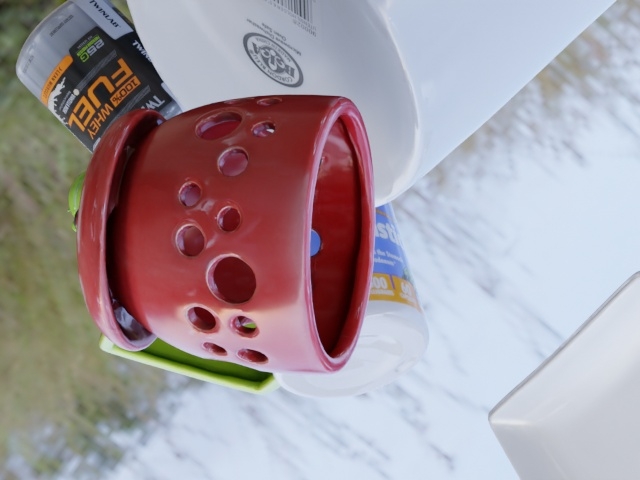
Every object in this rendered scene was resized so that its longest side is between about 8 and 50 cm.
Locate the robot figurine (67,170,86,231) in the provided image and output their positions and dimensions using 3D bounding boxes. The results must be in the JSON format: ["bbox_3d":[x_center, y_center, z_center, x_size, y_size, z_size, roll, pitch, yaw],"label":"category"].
[{"bbox_3d":[-0.230,-0.044,2.021,0.115,0.067,0.101,9,-123,42],"label":"robot figurine"}]

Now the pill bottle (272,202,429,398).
[{"bbox_3d":[0.000,0.000,1.750,0.152,0.152,0.272,-39,-129,34],"label":"pill bottle"}]

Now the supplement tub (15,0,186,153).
[{"bbox_3d":[-0.187,-0.134,1.745,0.117,0.190,0.117,-45,171,-9],"label":"supplement tub"}]

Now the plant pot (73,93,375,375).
[{"bbox_3d":[-0.064,-0.009,1.262,0.174,0.191,0.191,5,-136,15],"label":"plant pot"}]

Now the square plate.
[{"bbox_3d":[0.305,0.233,1.582,0.049,0.347,0.344,-22,163,-28],"label":"square plate"}]

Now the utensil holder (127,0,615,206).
[{"bbox_3d":[0.075,-0.253,1.486,0.385,0.327,0.327,-44,-167,-29],"label":"utensil holder"}]

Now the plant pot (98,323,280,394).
[{"bbox_3d":[-0.121,0.040,2.200,0.227,0.228,0.207,134,-30,-67],"label":"plant pot"}]
